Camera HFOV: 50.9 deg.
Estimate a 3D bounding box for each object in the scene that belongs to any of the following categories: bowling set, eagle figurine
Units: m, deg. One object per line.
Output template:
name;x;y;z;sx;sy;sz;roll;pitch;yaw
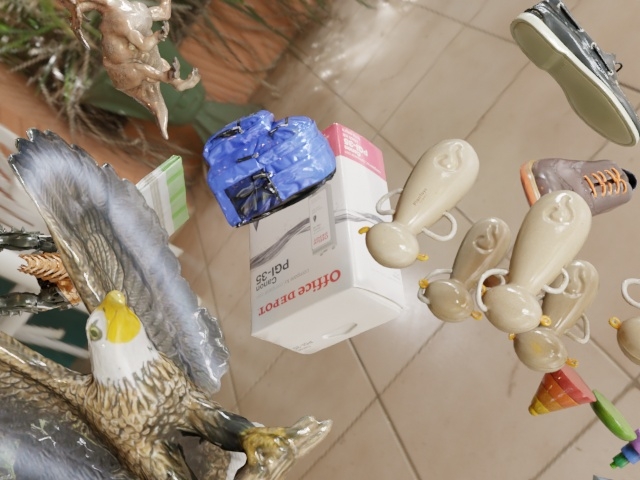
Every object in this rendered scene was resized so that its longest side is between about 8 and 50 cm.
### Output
bowling set;0.185;0.056;0.627;0.287;0.200;0.154;26;59;22
eagle figurine;-0.146;0.087;0.449;0.298;0.226;0.225;33;109;21

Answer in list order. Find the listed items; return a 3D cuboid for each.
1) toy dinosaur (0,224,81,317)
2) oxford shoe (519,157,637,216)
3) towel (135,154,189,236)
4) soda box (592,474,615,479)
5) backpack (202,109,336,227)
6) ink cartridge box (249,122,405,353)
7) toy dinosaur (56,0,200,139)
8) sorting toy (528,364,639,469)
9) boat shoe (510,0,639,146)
toy dinosaur;-0.410;0.040;1.041;0.322;0.218;0.164;104;165;-61
oxford shoe;0.330;-0.071;0.849;0.098;0.271;0.097;-21;84;35
towel;-0.213;-0.021;0.782;0.152;0.023;0.113;-48;-22;-36
soda box;0.574;0.511;1.298;0.067;0.210;0.071;10;82;15
backpack;-0.050;-0.080;0.671;0.120;0.101;0.098;-23;20;7
ink cartridge box;0.000;0.000;1.013;0.207;0.117;0.283;-29;51;33
toy dinosaur;-0.324;-0.316;1.107;0.200;0.295;0.127;-6;27;10
sorting toy;0.577;0.396;1.452;0.126;0.365;0.127;-45;22;16
boat shoe;0.523;-0.335;1.311;0.113;0.340;0.127;-44;-1;-9
